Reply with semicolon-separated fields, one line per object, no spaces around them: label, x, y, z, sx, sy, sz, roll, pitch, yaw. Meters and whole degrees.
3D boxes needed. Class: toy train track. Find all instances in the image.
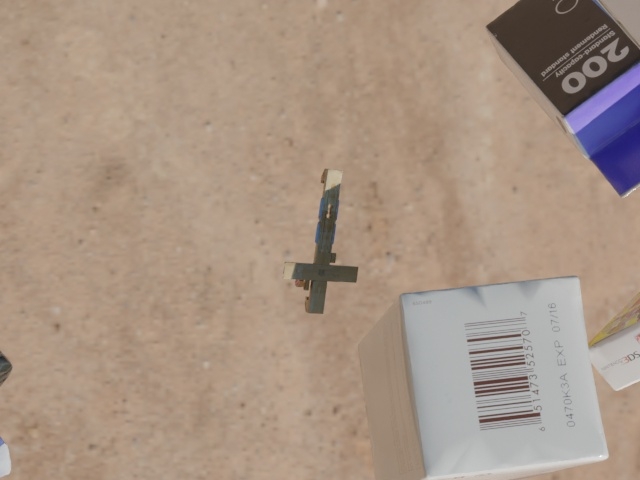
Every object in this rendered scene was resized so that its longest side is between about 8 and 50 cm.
toy train track;0.000;0.000;0.779;0.048;0.014;0.083;5;97;-28

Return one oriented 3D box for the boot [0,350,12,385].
boot;-0.460;0.131;1.556;0.085;0.236;0.178;-22;75;-50

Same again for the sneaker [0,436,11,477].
sneaker;-0.460;0.176;1.353;0.127;0.315;0.182;-18;98;-49

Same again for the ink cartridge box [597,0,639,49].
ink cartridge box;0.264;-0.190;0.675;0.237;0.172;0.100;-25;67;-31

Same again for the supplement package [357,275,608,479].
supplement package;0.089;0.093;0.812;0.105;0.179;0.105;-6;78;-8

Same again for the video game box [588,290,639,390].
video game box;0.309;0.013;0.984;0.205;0.187;0.048;-38;91;-35

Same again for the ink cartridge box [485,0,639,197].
ink cartridge box;0.241;-0.154;0.950;0.045;0.206;0.208;48;9;-39
